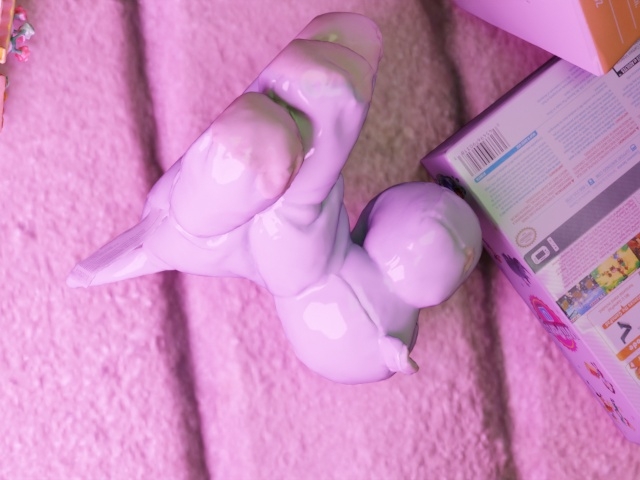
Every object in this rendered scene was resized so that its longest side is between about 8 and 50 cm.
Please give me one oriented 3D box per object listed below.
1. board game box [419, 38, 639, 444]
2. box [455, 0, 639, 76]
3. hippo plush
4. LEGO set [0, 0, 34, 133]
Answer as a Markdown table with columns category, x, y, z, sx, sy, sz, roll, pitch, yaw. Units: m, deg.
| category | x | y | z | sx | sy | sz | roll | pitch | yaw |
| --- | --- | --- | --- | --- | --- | --- | --- | --- | --- |
| board game box | 0.263 | -0.013 | 1.246 | 0.224 | 0.097 | 0.303 | -38 | 94 | -10 |
| box | 0.243 | -0.338 | 1.167 | 0.345 | 0.168 | 0.215 | -48 | 141 | -11 |
| hippo plush | 0.000 | 0.000 | 1.121 | 0.236 | 0.234 | 0.294 | 44 | 80 | -6 |
| LEGO set | -0.263 | -0.232 | 1.166 | 0.132 | 0.107 | 0.287 | -19 | 97 | 23 |
